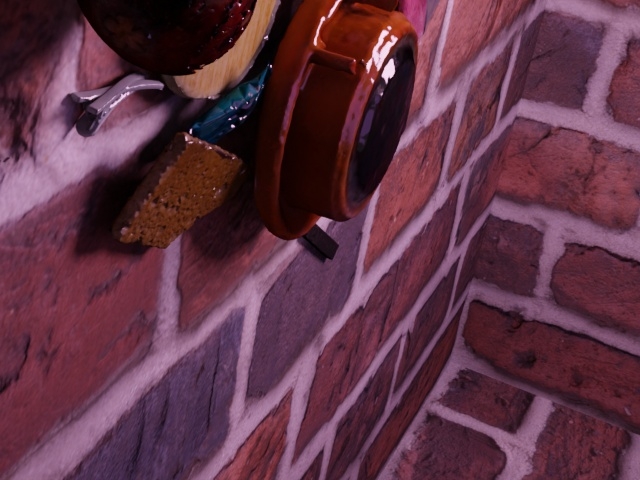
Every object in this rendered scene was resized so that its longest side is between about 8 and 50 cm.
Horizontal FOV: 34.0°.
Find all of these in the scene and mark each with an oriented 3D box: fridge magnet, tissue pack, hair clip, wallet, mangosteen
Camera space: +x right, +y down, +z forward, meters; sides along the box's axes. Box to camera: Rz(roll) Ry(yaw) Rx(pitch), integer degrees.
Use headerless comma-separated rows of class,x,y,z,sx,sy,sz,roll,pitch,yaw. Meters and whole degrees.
fridge magnet,0.018,-0.170,1.346,0.363,0.155,0.364,19,90,-76
tissue pack,-0.103,-0.134,1.141,0.138,0.028,0.085,-40,173,-23
hair clip,-0.190,-0.131,0.973,0.115,0.030,0.039,-41,167,-54
wallet,0.156,-0.419,1.721,0.119,0.025,0.232,-53,155,-43
mangosteen,-0.122,-0.232,0.862,0.166,0.166,0.180,88,14,-51

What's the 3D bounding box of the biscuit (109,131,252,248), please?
biscuit,-0.148,-0.049,1.139,0.131,0.026,0.237,-52,170,5

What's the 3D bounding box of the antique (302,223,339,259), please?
antique,0.000,0.000,1.730,0.031,0.015,0.192,-68,163,-6

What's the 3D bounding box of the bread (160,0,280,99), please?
bread,-0.100,-0.267,1.067,0.267,0.040,0.267,-58,160,-34
